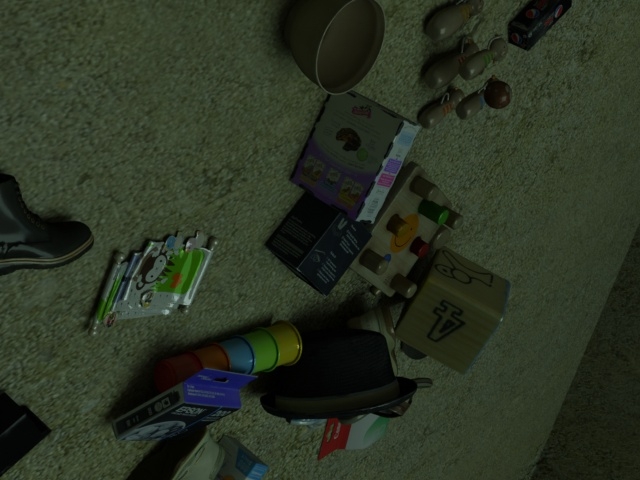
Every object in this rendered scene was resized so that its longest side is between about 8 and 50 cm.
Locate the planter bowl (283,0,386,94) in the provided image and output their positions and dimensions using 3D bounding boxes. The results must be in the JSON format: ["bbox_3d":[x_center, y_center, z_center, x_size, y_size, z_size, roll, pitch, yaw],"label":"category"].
[{"bbox_3d":[0.011,-0.327,1.477,0.162,0.109,0.162,-35,143,-33],"label":"planter bowl"}]

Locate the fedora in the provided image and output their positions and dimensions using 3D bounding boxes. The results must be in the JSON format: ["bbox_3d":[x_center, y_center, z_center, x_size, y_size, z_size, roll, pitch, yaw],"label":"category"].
[{"bbox_3d":[0.033,0.268,1.950,0.334,0.334,0.153,-11,96,-50],"label":"fedora"}]

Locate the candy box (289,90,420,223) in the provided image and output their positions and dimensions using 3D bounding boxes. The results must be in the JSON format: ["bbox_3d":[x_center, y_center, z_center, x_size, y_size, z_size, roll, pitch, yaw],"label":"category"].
[{"bbox_3d":[0.060,-0.154,1.653,0.070,0.165,0.196,6,114,-57],"label":"candy box"}]

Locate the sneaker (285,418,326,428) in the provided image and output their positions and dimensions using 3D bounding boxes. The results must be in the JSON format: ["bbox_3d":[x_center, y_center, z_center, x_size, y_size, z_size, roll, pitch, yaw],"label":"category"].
[{"bbox_3d":[-0.021,0.410,2.160,0.190,0.071,0.083,-5,128,-53],"label":"sneaker"}]

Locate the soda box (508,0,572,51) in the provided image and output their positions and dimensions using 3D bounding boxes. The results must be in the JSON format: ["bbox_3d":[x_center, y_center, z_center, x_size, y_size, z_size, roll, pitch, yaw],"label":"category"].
[{"bbox_3d":[0.485,-0.496,2.046,0.169,0.053,0.060,-45,148,-18],"label":"soda box"}]

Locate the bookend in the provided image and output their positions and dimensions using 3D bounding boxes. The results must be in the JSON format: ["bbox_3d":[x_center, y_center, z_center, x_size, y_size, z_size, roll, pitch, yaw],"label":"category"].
[{"bbox_3d":[-0.499,0.276,1.351,0.156,0.072,0.157,-43,146,-23],"label":"bookend"}]

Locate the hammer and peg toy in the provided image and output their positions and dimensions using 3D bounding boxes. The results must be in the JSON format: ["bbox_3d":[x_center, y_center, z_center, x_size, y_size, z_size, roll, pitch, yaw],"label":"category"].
[{"bbox_3d":[0.190,0.005,2.020,0.266,0.127,0.361,-55,149,-3],"label":"hammer and peg toy"}]

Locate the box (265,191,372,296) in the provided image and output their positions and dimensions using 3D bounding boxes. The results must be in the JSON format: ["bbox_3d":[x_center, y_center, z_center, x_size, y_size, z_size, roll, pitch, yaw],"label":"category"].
[{"bbox_3d":[0.000,0.000,1.781,0.158,0.093,0.156,-52,149,-6],"label":"box"}]

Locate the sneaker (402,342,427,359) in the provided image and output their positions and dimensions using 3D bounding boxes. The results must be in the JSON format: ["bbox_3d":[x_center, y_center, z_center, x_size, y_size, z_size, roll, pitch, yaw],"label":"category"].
[{"bbox_3d":[0.292,0.208,2.402,0.118,0.083,0.222,-47,167,-55],"label":"sneaker"}]

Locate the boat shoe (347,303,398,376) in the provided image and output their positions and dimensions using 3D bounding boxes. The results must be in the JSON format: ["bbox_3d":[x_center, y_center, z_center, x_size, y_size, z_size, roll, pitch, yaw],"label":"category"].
[{"bbox_3d":[0.114,0.248,2.176,0.110,0.122,0.341,-13,149,-3],"label":"boat shoe"}]

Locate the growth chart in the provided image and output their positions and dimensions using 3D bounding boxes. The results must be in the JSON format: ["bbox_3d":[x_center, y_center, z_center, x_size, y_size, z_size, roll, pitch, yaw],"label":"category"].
[{"bbox_3d":[-0.271,0.065,1.532,0.237,0.021,0.172,-7,123,-53],"label":"growth chart"}]

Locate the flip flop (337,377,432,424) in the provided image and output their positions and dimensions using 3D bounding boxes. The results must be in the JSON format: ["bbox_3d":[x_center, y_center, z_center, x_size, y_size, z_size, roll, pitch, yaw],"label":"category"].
[{"bbox_3d":[0.159,0.395,2.230,0.277,0.080,0.112,-19,177,-39],"label":"flip flop"}]

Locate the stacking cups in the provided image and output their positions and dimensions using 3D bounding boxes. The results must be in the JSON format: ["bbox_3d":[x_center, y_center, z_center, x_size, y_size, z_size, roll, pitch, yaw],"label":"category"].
[{"bbox_3d":[-0.168,0.222,1.750,0.316,0.096,0.096,-10,126,-51],"label":"stacking cups"}]

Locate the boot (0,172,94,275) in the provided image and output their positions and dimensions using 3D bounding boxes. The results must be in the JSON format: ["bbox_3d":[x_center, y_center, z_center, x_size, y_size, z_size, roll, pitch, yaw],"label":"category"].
[{"bbox_3d":[-0.385,-0.033,1.231,0.198,0.076,0.137,-19,128,-48],"label":"boot"}]

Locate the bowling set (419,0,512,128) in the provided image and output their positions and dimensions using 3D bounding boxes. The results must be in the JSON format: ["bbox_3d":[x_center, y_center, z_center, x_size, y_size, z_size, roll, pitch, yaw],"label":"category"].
[{"bbox_3d":[0.317,-0.324,1.840,0.154,0.200,0.287,-38,148,-31],"label":"bowling set"}]

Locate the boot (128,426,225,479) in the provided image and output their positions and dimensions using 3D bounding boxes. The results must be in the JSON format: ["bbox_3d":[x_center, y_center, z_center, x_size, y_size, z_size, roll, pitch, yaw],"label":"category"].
[{"bbox_3d":[-0.283,0.464,1.833,0.213,0.077,0.165,-47,151,-17],"label":"boot"}]

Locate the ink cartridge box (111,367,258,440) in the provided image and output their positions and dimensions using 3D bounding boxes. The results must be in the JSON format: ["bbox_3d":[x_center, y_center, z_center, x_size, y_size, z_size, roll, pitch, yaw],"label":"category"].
[{"bbox_3d":[-0.234,0.300,1.672,0.208,0.045,0.206,-31,158,15],"label":"ink cartridge box"}]

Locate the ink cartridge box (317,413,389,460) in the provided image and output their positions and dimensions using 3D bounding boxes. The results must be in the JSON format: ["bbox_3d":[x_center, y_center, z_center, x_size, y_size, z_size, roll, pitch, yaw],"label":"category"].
[{"bbox_3d":[0.100,0.473,2.404,0.224,0.056,0.181,-25,137,-44],"label":"ink cartridge box"}]

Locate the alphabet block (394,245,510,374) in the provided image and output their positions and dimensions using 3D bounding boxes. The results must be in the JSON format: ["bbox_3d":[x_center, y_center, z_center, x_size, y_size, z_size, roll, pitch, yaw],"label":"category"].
[{"bbox_3d":[0.311,0.161,2.189,0.193,0.197,0.192,-62,176,28],"label":"alphabet block"}]

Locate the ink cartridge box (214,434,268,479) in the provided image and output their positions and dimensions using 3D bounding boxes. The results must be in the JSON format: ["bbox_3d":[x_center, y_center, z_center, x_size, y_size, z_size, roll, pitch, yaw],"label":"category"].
[{"bbox_3d":[-0.208,0.517,1.955,0.181,0.104,0.061,-55,149,-4],"label":"ink cartridge box"}]
